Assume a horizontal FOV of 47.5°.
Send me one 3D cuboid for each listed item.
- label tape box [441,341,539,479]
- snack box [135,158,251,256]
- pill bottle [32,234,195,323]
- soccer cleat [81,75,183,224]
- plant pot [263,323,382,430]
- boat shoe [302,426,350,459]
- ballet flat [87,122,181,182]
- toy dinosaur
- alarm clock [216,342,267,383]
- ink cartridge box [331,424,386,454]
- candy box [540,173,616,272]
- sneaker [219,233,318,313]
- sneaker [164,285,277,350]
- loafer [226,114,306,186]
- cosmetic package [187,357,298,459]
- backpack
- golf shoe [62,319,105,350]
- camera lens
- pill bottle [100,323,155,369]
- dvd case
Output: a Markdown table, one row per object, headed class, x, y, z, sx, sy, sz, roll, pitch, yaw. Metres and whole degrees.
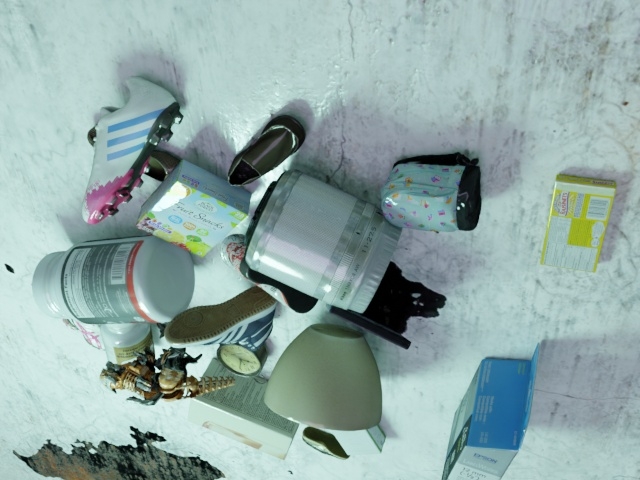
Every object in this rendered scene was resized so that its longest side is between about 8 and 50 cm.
| class | x | y | z | sx | sy | sz | roll | pitch | yaw |
| --- | --- | --- | --- | --- | --- | --- | --- | --- | --- |
| label tape box | 0.377 | 0.408 | 1.640 | 0.115 | 0.249 | 0.348 | 17 | 134 | 8 |
| snack box | -0.280 | -0.065 | 1.596 | 0.174 | 0.070 | 0.207 | 26 | 137 | -26 |
| pill bottle | -0.506 | 0.099 | 1.771 | 0.363 | 0.210 | 0.210 | -5 | 127 | 27 |
| soccer cleat | -0.417 | -0.188 | 1.504 | 0.143 | 0.116 | 0.331 | 39 | 107 | 2 |
| plant pot | 0.021 | 0.305 | 1.720 | 0.284 | 0.284 | 0.191 | 11 | 97 | 14 |
| boat shoe | 0.017 | 0.587 | 2.097 | 0.152 | 0.056 | 0.049 | 28 | 140 | 11 |
| ballet flat | -0.395 | -0.175 | 1.584 | 0.250 | 0.058 | 0.084 | 29 | 135 | -3 |
| toy dinosaur | -0.394 | 0.349 | 1.885 | 0.322 | 0.218 | 0.164 | 24 | 127 | -13 |
| alarm clock | -0.197 | 0.313 | 1.931 | 0.129 | 0.064 | 0.192 | -11 | 121 | 30 |
| ink cartridge box | 0.083 | 0.492 | 1.973 | 0.109 | 0.062 | 0.209 | -12 | 124 | 31 |
| candy box | 0.479 | -0.028 | 1.364 | 0.105 | 0.027 | 0.206 | 11 | 133 | 17 |
| sneaker | -0.117 | 0.070 | 1.670 | 0.145 | 0.090 | 0.270 | 33 | 178 | 42 |
| sneaker | -0.232 | 0.217 | 1.751 | 0.099 | 0.282 | 0.153 | 55 | 155 | 33 |
| loafer | -0.111 | -0.166 | 1.456 | 0.080 | 0.078 | 0.220 | 40 | 133 | -14 |
| cosmetic package | -0.200 | 0.465 | 2.009 | 0.296 | 0.153 | 0.129 | 22 | 134 | 5 |
| backpack | 0.205 | -0.085 | 1.370 | 0.182 | 0.115 | 0.152 | 8 | 135 | 20 |
| golf shoe | -0.642 | 0.244 | 2.058 | 0.186 | 0.067 | 0.086 | 38 | 132 | -11 |
| camera lens | 0.000 | 0.000 | 1.459 | 0.274 | 0.219 | 0.219 | 25 | 135 | 1 |
| pill bottle | -0.524 | 0.253 | 1.970 | 0.131 | 0.131 | 0.229 | 13 | 133 | 12 |
| dvd case | 0.098 | 0.181 | 1.603 | 0.180 | 0.022 | 0.253 | 26 | 177 | 0 |
